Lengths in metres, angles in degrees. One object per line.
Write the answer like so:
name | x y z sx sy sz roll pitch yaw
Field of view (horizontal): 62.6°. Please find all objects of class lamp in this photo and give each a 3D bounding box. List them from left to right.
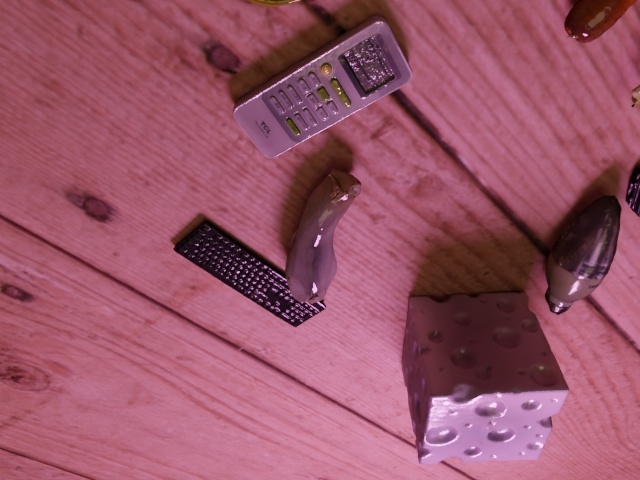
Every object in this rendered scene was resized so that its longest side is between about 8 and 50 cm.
lamp | 0.463 0.031 0.935 0.101 0.101 0.250 5 128 -7

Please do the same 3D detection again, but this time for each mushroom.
mushroom | -0.003 0.001 0.894 0.096 0.099 0.278 4 127 -13

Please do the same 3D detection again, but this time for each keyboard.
keyboard | -0.123 0.071 0.995 0.101 0.018 0.310 -36 123 26

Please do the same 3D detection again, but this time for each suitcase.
suitcase | 0.578 -0.086 0.866 0.126 0.059 0.086 -7 129 4

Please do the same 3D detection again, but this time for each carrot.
carrot | 0.407 -0.344 0.642 0.059 0.059 0.248 33 118 -27

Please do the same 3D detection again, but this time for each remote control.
remote control | 0.000 -0.212 0.748 0.250 0.034 0.103 -25 127 17

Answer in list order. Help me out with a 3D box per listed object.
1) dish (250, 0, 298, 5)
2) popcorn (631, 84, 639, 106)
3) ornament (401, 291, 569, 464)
dish | -0.019 -0.388 0.547 0.262 0.108 0.221 -14 130 12
popcorn | 0.500 -0.233 0.689 0.162 0.135 0.141 -9 137 6
ornament | 0.301 0.269 1.041 0.240 0.239 0.239 -3 129 0
